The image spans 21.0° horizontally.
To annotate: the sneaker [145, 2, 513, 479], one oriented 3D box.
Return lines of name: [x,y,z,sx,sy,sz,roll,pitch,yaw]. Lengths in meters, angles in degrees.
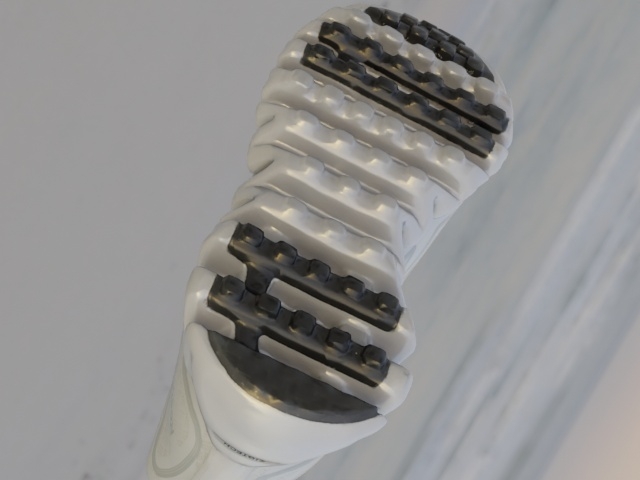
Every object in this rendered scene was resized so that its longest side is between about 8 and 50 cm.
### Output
sneaker: [0.000,0.000,0.741,0.118,0.110,0.292,-60,-179,42]
